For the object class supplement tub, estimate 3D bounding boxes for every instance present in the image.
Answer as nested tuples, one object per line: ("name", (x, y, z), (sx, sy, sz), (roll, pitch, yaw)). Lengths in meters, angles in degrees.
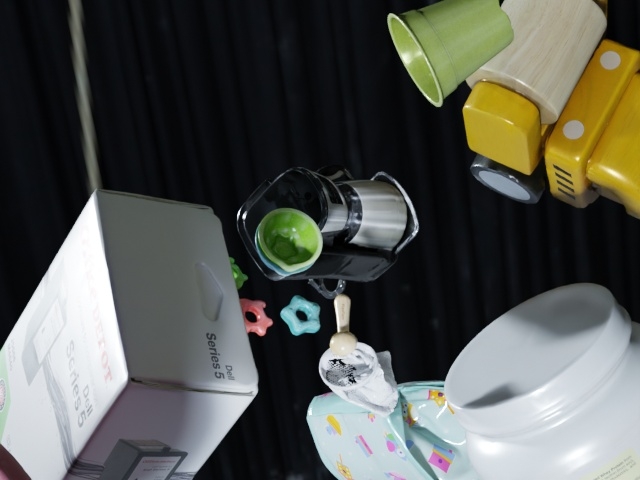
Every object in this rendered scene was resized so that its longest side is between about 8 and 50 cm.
("supplement tub", (0.296, 0.230, 1.560), (0.235, 0.325, 0.235), (-32, 17, 11))

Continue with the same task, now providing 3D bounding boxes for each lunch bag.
("lunch bag", (0.129, 0.249, 1.789), (0.160, 0.262, 0.223), (-59, 17, -19))

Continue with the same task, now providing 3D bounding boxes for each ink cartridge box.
("ink cartridge box", (-0.175, 0.121, 1.250), (0.114, 0.273, 0.198), (10, 45, -30))

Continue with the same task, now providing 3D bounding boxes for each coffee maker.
("coffee maker", (0.000, 0.000, 1.705), (0.120, 0.171, 0.178), (35, 20, 36))

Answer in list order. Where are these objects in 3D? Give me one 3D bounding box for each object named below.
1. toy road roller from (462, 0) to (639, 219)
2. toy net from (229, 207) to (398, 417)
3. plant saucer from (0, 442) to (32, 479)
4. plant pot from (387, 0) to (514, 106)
("toy road roller", (0.314, -0.151, 1.749), (0.240, 0.329, 0.202), (25, 78, 19))
("toy net", (-0.006, 0.082, 1.502), (0.122, 0.045, 0.232), (-32, 78, -33))
("plant saucer", (-0.294, 0.241, 0.872), (0.332, 0.332, 0.084), (2, 5, 19))
("plant pot", (0.108, -0.161, 1.197), (0.079, 0.083, 0.083), (-29, 30, -5))
